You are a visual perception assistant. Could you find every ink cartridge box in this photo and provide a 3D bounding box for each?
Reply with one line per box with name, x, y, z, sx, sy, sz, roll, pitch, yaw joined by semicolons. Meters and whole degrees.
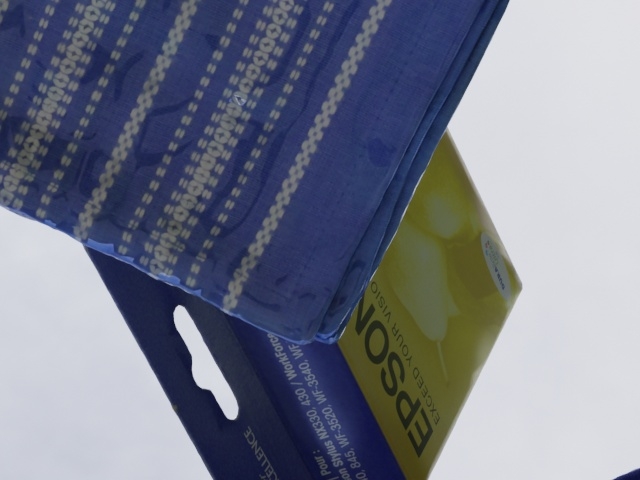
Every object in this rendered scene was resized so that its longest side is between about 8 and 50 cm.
ink cartridge box;0.000;0.000;1.071;0.303;0.072;0.307;63;-147;-25

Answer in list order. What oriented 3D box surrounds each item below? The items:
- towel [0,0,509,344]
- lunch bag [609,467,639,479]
towel;-0.096;-0.117;0.750;0.336;0.243;0.040;25;-164;-8
lunch bag;0.228;0.312;1.063;0.385;0.239;0.327;-23;-82;-35
